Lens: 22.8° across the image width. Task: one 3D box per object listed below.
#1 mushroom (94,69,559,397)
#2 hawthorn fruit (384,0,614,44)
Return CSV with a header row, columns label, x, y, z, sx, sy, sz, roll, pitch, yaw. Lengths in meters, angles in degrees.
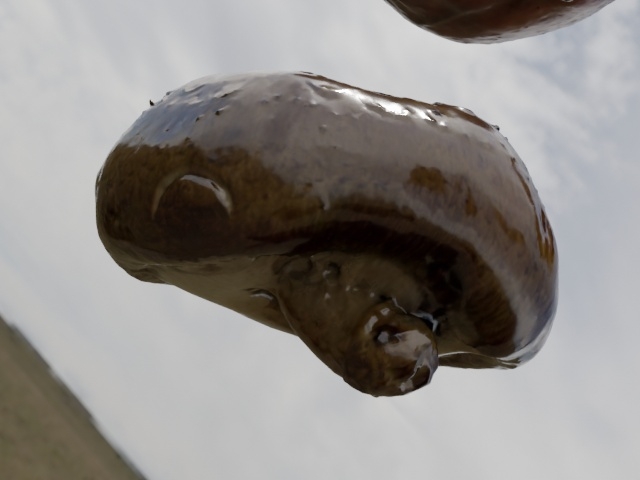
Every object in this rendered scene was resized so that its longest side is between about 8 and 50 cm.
label,x,y,z,sx,sy,sz,roll,pitch,yaw
mushroom,0.005,-0.014,0.766,0.231,0.138,0.194,21,2,-29
hawthorn fruit,0.109,-0.216,0.957,0.224,0.224,0.261,56,16,-29
